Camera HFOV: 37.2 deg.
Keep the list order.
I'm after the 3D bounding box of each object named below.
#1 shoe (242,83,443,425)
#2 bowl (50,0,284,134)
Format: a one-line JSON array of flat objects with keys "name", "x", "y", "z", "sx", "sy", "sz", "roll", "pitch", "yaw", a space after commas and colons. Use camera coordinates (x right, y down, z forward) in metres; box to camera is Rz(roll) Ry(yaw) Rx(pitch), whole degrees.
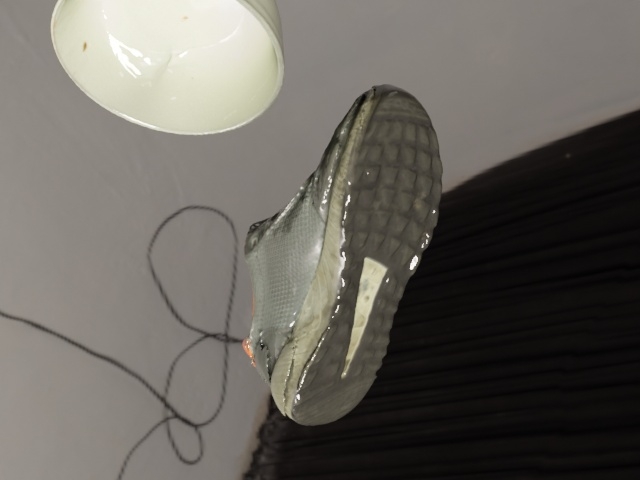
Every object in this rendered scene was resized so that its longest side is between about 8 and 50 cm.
[{"name": "shoe", "x": 0.000, "y": 0.000, "z": 0.936, "sx": 0.132, "sy": 0.171, "sz": 0.337, "roll": 1, "pitch": 111, "yaw": -42}, {"name": "bowl", "x": -0.169, "y": -0.265, "z": 1.142, "sx": 0.277, "sy": 0.277, "sz": 0.145, "roll": 42, "pitch": 42, "yaw": -38}]
